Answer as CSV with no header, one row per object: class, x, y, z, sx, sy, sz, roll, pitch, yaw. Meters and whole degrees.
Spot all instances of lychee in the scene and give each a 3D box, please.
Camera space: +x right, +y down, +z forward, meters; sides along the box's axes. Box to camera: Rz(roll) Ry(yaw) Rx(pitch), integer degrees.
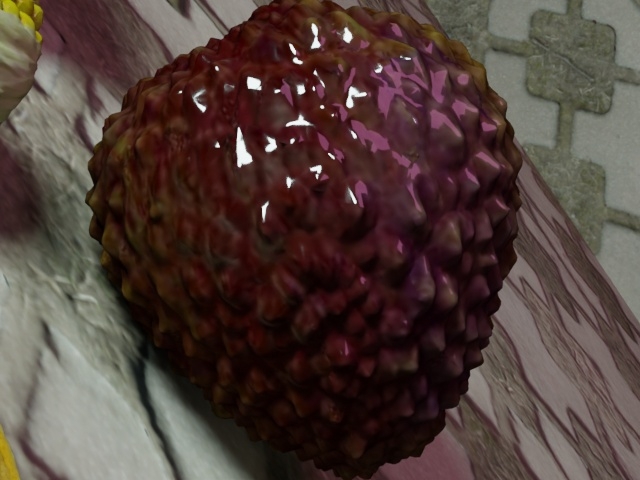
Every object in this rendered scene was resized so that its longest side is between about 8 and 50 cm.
lychee,0.000,0.000,0.674,0.271,0.271,0.271,46,19,-21

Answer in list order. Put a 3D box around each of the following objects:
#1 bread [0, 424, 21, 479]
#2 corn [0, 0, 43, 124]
bread,-0.153,0.083,0.454,0.110,0.024,0.110,45,20,-21
corn,-0.252,-0.135,0.500,0.305,0.122,0.123,30,56,-45
